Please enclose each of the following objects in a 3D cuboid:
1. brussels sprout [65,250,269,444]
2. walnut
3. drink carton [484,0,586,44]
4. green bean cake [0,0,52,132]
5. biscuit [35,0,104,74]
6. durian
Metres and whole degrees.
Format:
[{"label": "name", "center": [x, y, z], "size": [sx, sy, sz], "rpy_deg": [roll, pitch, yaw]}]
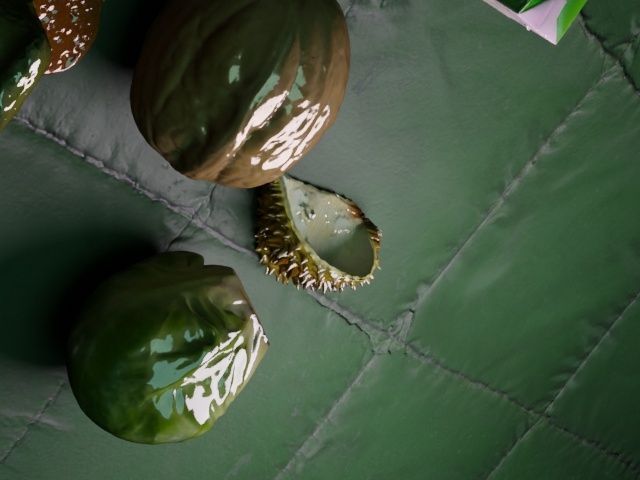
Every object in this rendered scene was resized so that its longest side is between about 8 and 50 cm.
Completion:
[{"label": "brussels sprout", "center": [-0.186, 0.128, 1.783], "size": [0.244, 0.244, 0.244], "rpy_deg": [-24, 136, -25]}, {"label": "walnut", "center": [-0.087, -0.175, 1.606], "size": [0.225, 0.225, 0.261], "rpy_deg": [8, 129, -45]}, {"label": "drink carton", "center": [0.280, -0.393, 1.787], "size": [0.108, 0.161, 0.271], "rpy_deg": [26, 101, -49]}, {"label": "green bean cake", "center": [-0.366, -0.197, 1.288], "size": [0.236, 0.233, 0.124], "rpy_deg": [24, 108, -28]}, {"label": "biscuit", "center": [-0.288, -0.260, 1.480], "size": [0.202, 0.047, 0.334], "rpy_deg": [28, 101, -48]}, {"label": "durian", "center": [0.000, 0.000, 1.918], "size": [0.252, 0.144, 0.139], "rpy_deg": [16, 89, -42]}]
